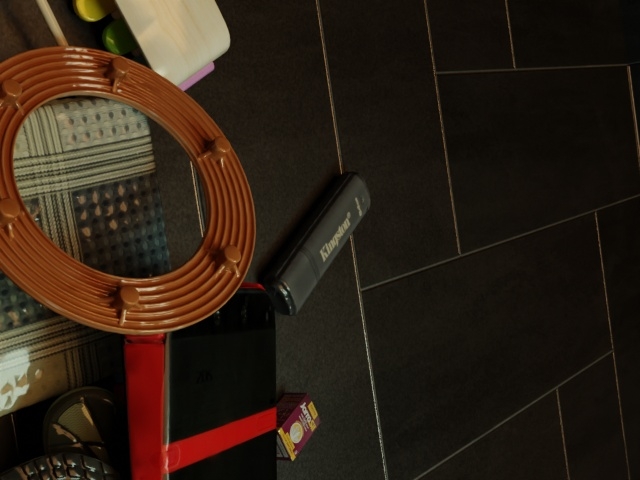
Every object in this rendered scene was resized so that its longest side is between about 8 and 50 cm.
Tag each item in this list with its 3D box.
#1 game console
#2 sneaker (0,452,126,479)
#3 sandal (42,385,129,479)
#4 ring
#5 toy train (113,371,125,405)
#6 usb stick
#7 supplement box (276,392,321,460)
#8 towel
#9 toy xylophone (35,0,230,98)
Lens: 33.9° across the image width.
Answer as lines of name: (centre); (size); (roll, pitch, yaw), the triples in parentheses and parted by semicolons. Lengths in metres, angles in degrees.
game console: (-0.130, 0.216, 1.221); (0.386, 0.060, 0.342); (10, 79, -74)
sneaker: (-0.318, 0.268, 0.999); (0.283, 0.124, 0.107); (2, 74, -44)
sandal: (-0.232, 0.288, 1.133); (0.120, 0.086, 0.303); (-11, 109, -24)
ring: (-0.206, -0.063, 1.075); (0.336, 0.032, 0.337); (21, 51, -28)
toy train: (-0.209, 0.118, 1.233); (0.125, 0.046, 0.166); (-27, 108, -52)
usb stick: (0.000, 0.000, 1.531); (0.278, 0.045, 0.077); (-54, 127, -42)
supplement box: (-0.043, 0.255, 1.444); (0.083, 0.043, 0.055); (-49, 123, -45)
towel: (-0.299, 0.009, 1.101); (0.324, 0.056, 0.312); (-16, 102, -45)
toy xylophone: (-0.235, -0.295, 1.206); (0.236, 0.081, 0.323); (-33, 118, -30)
